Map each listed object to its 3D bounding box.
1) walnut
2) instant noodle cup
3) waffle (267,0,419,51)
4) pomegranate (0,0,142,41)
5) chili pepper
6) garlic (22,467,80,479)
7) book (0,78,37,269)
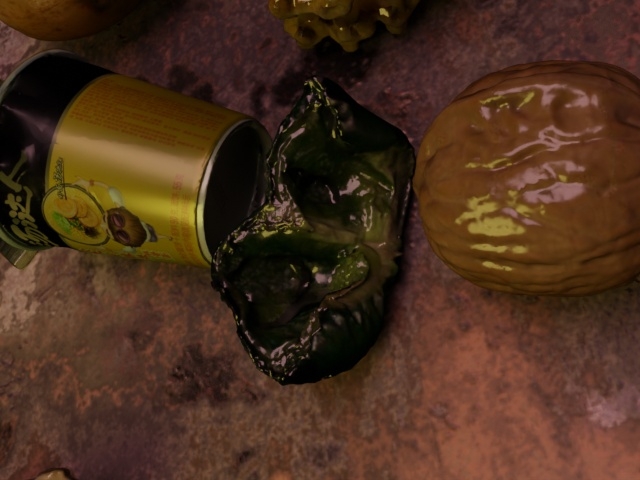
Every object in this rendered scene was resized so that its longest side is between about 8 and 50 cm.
[{"bbox_3d":[0.175,-0.048,0.771,0.213,0.213,0.213,-9,67,23],"label":"walnut"},{"bbox_3d":[-0.178,-0.068,0.957,0.236,0.215,0.215,14,77,21],"label":"instant noodle cup"},{"bbox_3d":[0.023,-0.362,0.953,0.261,0.151,0.324,-15,83,10],"label":"waffle"},{"bbox_3d":[-0.292,-0.368,1.081,0.307,0.307,0.307,-9,67,23],"label":"pomegranate"},{"bbox_3d":[-0.005,0.004,0.879,0.116,0.148,0.264,-7,67,53],"label":"chili pepper"},{"bbox_3d":[-0.286,0.391,0.858,0.246,0.231,0.340,-10,79,-25],"label":"garlic"},{"bbox_3d":[-0.370,-0.087,1.148,0.228,0.024,0.160,36,91,31],"label":"book"}]
